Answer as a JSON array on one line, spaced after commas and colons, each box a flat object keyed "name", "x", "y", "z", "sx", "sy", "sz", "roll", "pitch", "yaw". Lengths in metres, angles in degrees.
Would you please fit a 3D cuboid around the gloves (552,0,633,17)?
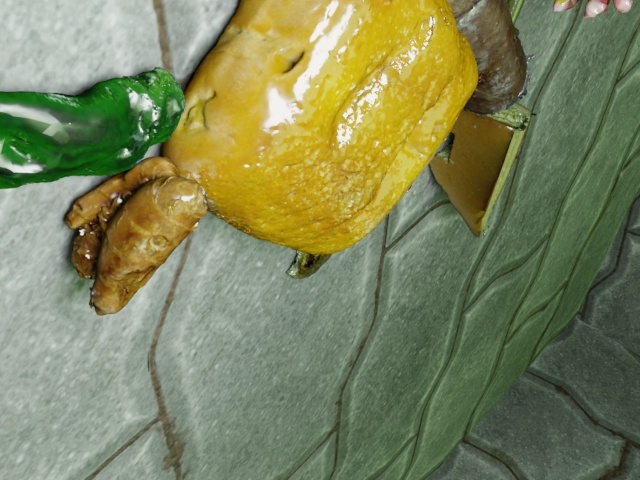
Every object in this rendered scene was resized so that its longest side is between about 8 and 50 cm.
[{"name": "gloves", "x": 0.351, "y": -0.384, "z": 1.067, "sx": 0.126, "sy": 0.241, "sz": 0.145, "roll": -30, "pitch": 144, "yaw": -43}]

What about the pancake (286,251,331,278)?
[{"name": "pancake", "x": 0.002, "y": -0.002, "z": 1.162, "sx": 0.116, "sy": 0.022, "sz": 0.129, "roll": -23, "pitch": 143, "yaw": -49}]

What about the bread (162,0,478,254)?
[{"name": "bread", "x": 0.020, "y": -0.134, "z": 0.858, "sx": 0.328, "sy": 0.148, "sz": 0.337, "roll": -56, "pitch": 146, "yaw": -1}]

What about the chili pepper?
[{"name": "chili pepper", "x": -0.204, "y": -0.088, "z": 0.652, "sx": 0.224, "sy": 0.061, "sz": 0.098, "roll": -28, "pitch": 149, "yaw": -48}]

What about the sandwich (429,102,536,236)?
[{"name": "sandwich", "x": 0.266, "y": -0.132, "z": 1.356, "sx": 0.122, "sy": 0.128, "sz": 0.235, "roll": -36, "pitch": 149, "yaw": -43}]

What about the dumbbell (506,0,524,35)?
[{"name": "dumbbell", "x": 0.300, "y": -0.368, "z": 1.227, "sx": 0.052, "sy": 0.046, "sz": 0.118, "roll": -26, "pitch": 141, "yaw": -55}]

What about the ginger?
[{"name": "ginger", "x": -0.181, "y": -0.014, "z": 0.737, "sx": 0.162, "sy": 0.103, "sz": 0.073, "roll": -48, "pitch": 148, "yaw": 15}]

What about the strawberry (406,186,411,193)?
[{"name": "strawberry", "x": 0.066, "y": -0.090, "z": 1.092, "sx": 0.145, "sy": 0.086, "sz": 0.145, "roll": -41, "pitch": 148, "yaw": -33}]

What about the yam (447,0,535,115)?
[{"name": "yam", "x": 0.206, "y": -0.277, "z": 1.086, "sx": 0.131, "sy": 0.131, "sz": 0.280, "roll": -56, "pitch": 152, "yaw": 0}]
